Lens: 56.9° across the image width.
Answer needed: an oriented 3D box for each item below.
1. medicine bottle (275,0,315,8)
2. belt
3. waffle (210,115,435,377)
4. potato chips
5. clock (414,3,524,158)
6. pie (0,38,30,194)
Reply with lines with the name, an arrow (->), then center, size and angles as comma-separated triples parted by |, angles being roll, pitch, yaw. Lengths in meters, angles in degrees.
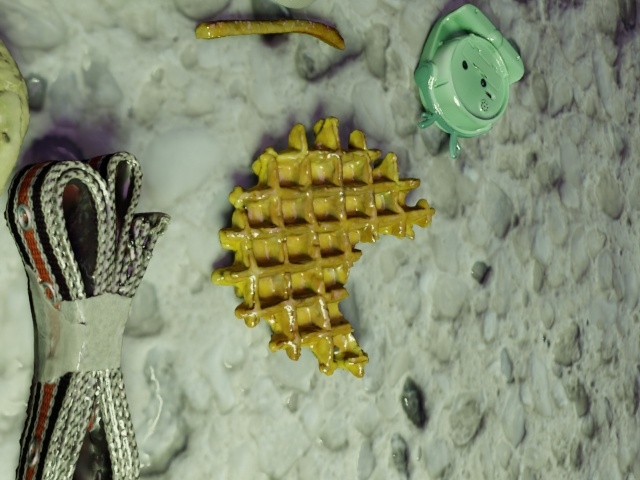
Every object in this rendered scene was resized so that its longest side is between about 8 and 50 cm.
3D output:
medicine bottle -> 0.004, -0.351, 0.686 | 0.105, 0.168, 0.105 | 3, 84, -34
belt -> -0.219, 0.097, 0.537 | 0.126, 0.094, 0.360 | 6, 84, -50
waffle -> 0.000, 0.000, 0.719 | 0.259, 0.069, 0.293 | 37, 70, -24
potato chips -> -0.056, -0.257, 0.725 | 0.203, 0.026, 0.037 | -9, 105, -35
clock -> 0.216, -0.228, 0.882 | 0.159, 0.066, 0.211 | 34, 69, -26
pie -> -0.402, -0.091, 0.446 | 0.337, 0.075, 0.338 | 2, 85, -31
